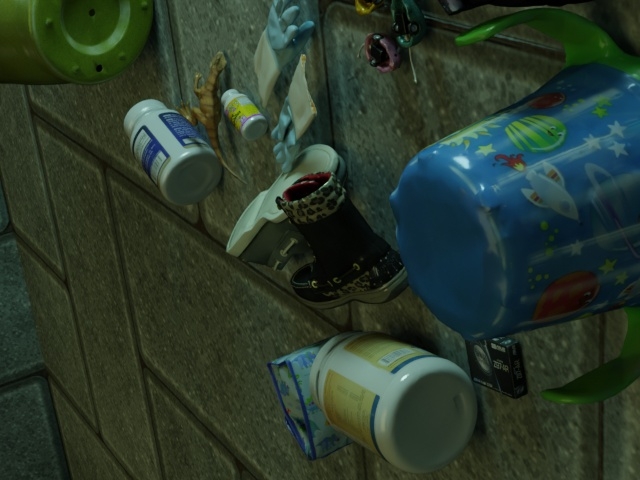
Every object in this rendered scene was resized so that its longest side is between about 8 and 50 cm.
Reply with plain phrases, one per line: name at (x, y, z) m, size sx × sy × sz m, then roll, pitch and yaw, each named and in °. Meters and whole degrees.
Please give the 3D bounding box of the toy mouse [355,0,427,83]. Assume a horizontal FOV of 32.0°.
toy mouse at (0.085, -0.234, 1.249) m, size 0.143 × 0.031 × 0.161 m, roll 59°, pitch 152°, yaw 23°

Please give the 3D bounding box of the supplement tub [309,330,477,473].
supplement tub at (0.086, 0.196, 1.405) m, size 0.199 × 0.144 × 0.144 m, roll 20°, pitch 124°, yaw 58°

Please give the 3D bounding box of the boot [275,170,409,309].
boot at (0.002, -0.001, 1.437) m, size 0.179 × 0.085 × 0.236 m, roll 51°, pitch 153°, yaw -19°

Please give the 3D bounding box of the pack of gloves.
pack of gloves at (-0.033, -0.209, 1.475) m, size 0.232 × 0.046 × 0.195 m, roll 124°, pitch 135°, yaw -68°

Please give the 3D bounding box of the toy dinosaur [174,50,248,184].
toy dinosaur at (-0.174, -0.192, 1.745) m, size 0.112 × 0.064 × 0.212 m, roll 35°, pitch 137°, yaw 49°

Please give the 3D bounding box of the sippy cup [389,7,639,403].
sippy cup at (0.192, -0.025, 0.963) m, size 0.306 × 0.224 × 0.240 m, roll 59°, pitch 151°, yaw 24°

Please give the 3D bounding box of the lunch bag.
lunch bag at (0.013, 0.220, 1.581) m, size 0.096 × 0.128 × 0.151 m, roll -21°, pitch 90°, yaw 65°

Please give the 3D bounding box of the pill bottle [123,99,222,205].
pill bottle at (-0.254, -0.154, 1.869) m, size 0.187 × 0.112 × 0.112 m, roll 49°, pitch 147°, yaw 38°

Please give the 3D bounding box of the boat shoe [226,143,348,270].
boat shoe at (-0.029, -0.037, 1.567) m, size 0.099 × 0.116 × 0.319 m, roll 30°, pitch 149°, yaw -15°

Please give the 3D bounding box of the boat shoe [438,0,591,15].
boat shoe at (0.127, -0.352, 0.942) m, size 0.127 × 0.158 × 0.341 m, roll -32°, pitch 78°, yaw 63°

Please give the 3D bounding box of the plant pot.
plant pot at (-0.482, -0.416, 1.917) m, size 0.353 × 0.366 × 0.367 m, roll 24°, pitch 129°, yaw 42°

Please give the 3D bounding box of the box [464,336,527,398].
box at (0.201, 0.140, 1.287) m, size 0.083 × 0.018 × 0.067 m, roll 18°, pitch 123°, yaw 59°

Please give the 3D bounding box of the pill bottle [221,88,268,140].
pill bottle at (-0.115, -0.188, 1.653) m, size 0.083 × 0.043 × 0.043 m, roll 51°, pitch 148°, yaw 35°
